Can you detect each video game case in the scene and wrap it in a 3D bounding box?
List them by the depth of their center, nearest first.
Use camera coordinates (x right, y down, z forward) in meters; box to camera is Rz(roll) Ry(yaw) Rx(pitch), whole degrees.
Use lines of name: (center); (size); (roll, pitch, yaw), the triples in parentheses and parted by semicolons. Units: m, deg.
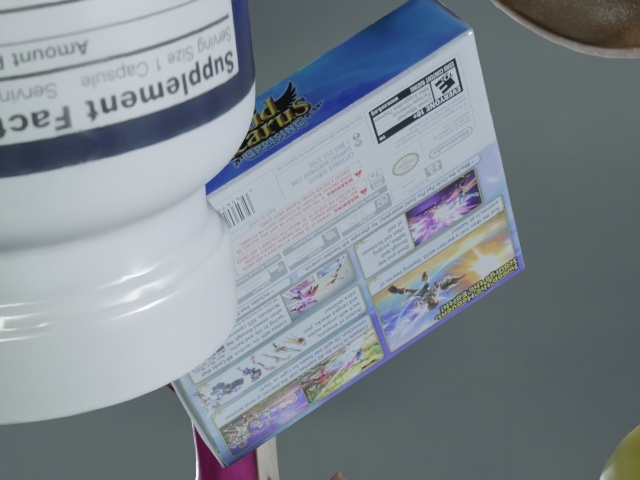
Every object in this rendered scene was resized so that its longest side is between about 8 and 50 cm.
video game case: (0.000, 0.000, 1.018); (0.269, 0.244, 0.061); (-33, 49, -11)

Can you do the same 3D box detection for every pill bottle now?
pill bottle: (-0.100, -0.088, 0.455); (0.153, 0.265, 0.153); (-4, 23, 2)

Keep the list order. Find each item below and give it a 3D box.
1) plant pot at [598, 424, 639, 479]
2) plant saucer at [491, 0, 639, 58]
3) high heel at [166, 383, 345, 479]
plant pot: (0.237, 0.175, 0.897); (0.134, 0.134, 0.095); (-10, 10, 3)
plant saucer: (0.087, -0.220, 0.556); (0.050, 0.311, 0.310); (-24, 14, -19)
high heel: (-0.106, 0.174, 1.196); (0.181, 0.127, 0.377); (-35, 45, -7)
